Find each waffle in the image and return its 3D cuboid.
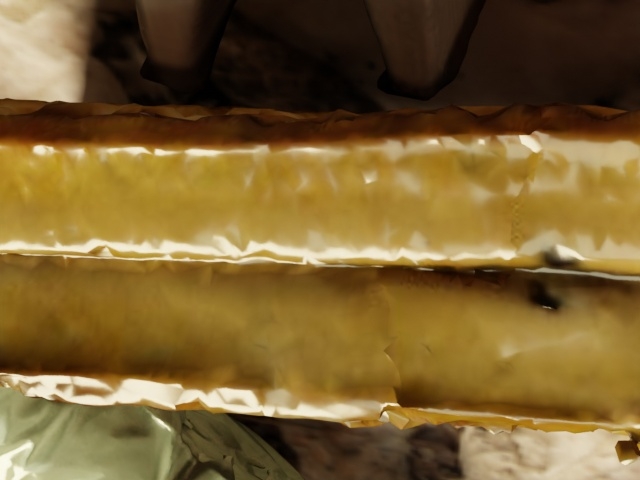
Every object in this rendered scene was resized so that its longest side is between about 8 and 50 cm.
[{"bbox_3d":[0.000,0.001,0.514,0.308,0.213,0.091,3,94,21],"label":"waffle"}]

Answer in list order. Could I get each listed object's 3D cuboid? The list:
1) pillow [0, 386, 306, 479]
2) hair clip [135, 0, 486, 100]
[{"bbox_3d":[-0.138,0.127,0.763,0.310,0.138,0.283,39,137,-18],"label":"pillow"},{"bbox_3d":[-0.013,-0.170,0.409,0.101,0.085,0.330,16,145,18],"label":"hair clip"}]
